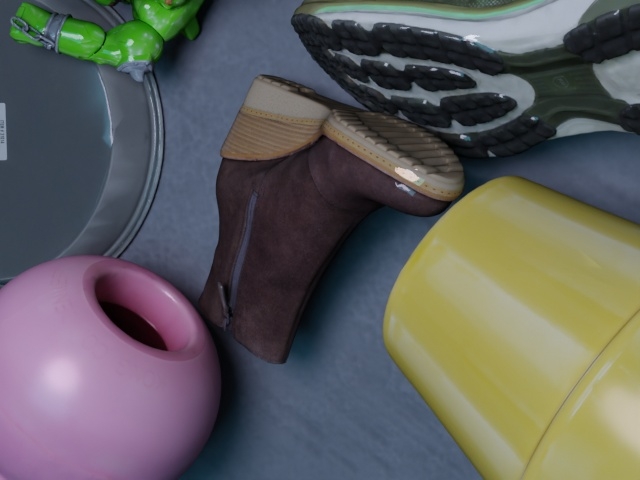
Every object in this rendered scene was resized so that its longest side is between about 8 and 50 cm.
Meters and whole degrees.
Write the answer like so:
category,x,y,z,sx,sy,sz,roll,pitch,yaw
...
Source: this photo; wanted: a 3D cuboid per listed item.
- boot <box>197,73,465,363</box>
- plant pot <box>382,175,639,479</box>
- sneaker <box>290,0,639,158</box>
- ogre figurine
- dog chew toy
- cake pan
category,x,y,z,sx,sy,sz,roll,pitch,yaw
boot,0.000,0.000,0.916,0.248,0.090,0.207,30,112,48
plant pot,0.179,0.086,0.814,0.239,0.254,0.254,38,106,29
sneaker,0.164,-0.170,0.848,0.410,0.158,0.182,4,58,38
ogre figurine,-0.148,-0.216,0.983,0.118,0.197,0.097,36,150,4
dog chew toy,-0.227,0.170,0.993,0.206,0.206,0.332,44,115,12
cake pan,-0.279,-0.093,1.062,0.293,0.054,0.293,1,94,20
